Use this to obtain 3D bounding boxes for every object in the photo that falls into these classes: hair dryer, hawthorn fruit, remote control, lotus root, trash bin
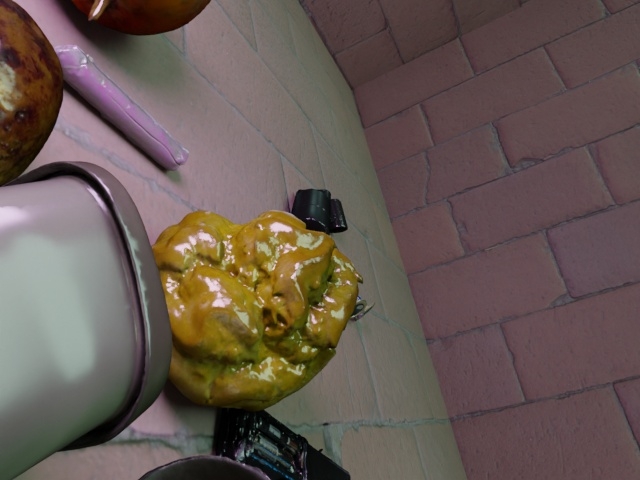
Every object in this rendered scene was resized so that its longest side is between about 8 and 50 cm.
[{"bbox_3d":[0.004,-0.099,1.519,0.248,0.070,0.114,17,54,-57],"label":"hair dryer"},{"bbox_3d":[-0.298,-0.445,0.701,0.277,0.276,0.299,48,47,-48],"label":"hawthorn fruit"},{"bbox_3d":[-0.042,0.403,0.795,0.399,0.062,0.145,53,23,-40],"label":"remote control"},{"bbox_3d":[-0.335,-0.135,0.413,0.169,0.141,0.314,43,33,-45],"label":"lotus root"},{"bbox_3d":[-0.264,0.075,0.290,0.250,0.219,0.220,-27,98,-65],"label":"trash bin"},{"bbox_3d":[0.000,0.000,1.341,0.244,0.116,0.303,-82,157,-57],"label":"hair dryer"}]

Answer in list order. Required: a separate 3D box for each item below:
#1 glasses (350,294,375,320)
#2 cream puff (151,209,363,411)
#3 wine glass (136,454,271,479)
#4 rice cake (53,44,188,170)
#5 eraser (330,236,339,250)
[{"bbox_3d":[0.102,0.142,1.464,0.189,0.088,0.221,28,44,-63],"label":"glasses"},{"bbox_3d":[-0.085,0.080,0.691,0.325,0.257,0.291,54,14,-24],"label":"cream puff"},{"bbox_3d":[-0.029,0.399,0.506,0.406,0.266,0.267,47,28,-51],"label":"wine glass"},{"bbox_3d":[-0.306,-0.200,0.712,0.270,0.055,0.049,50,30,-50],"label":"rice cake"},{"bbox_3d":[0.035,0.014,1.511,0.099,0.027,0.019,59,22,-31],"label":"eraser"}]
